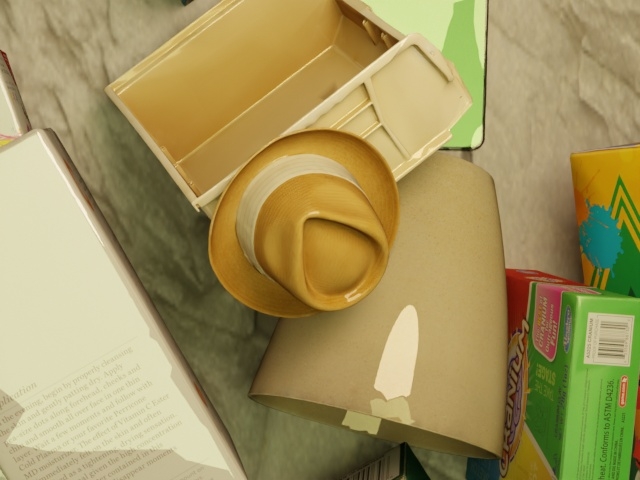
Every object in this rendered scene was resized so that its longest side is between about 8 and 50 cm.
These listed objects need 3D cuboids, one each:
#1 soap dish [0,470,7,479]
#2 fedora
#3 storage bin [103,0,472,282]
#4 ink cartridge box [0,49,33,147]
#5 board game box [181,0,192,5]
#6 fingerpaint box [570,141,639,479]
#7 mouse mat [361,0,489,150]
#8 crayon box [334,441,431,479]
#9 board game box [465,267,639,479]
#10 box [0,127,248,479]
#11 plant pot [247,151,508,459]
[{"bbox_3d":[-0.292,0.181,1.241,0.290,0.118,0.229,-30,96,-4],"label":"soap dish"},{"bbox_3d":[0.000,0.000,1.053,0.194,0.079,0.194,-14,124,-22],"label":"fedora"},{"bbox_3d":[-0.033,-0.132,1.174,0.260,0.262,0.123,-38,128,-4],"label":"storage bin"},{"bbox_3d":[-0.347,-0.088,1.214,0.127,0.128,0.176,-19,96,-6],"label":"ink cartridge box"},{"bbox_3d":[-0.153,-0.290,1.215,0.026,0.154,0.103,-37,97,-4],"label":"board game box"},{"bbox_3d":[0.495,0.061,1.249,0.444,0.163,0.371,-8,94,-26],"label":"fingerpaint box"},{"bbox_3d":[0.106,-0.193,1.328,0.152,0.007,0.190,1,94,-7],"label":"mouse mat"},{"bbox_3d":[0.014,0.434,1.262,0.363,0.106,0.313,-31,98,11],"label":"crayon box"},{"bbox_3d":[0.220,0.158,1.205,0.064,0.316,0.242,5,92,-7],"label":"board game box"},{"bbox_3d":[-0.223,0.091,1.073,0.168,0.215,0.345,-29,98,-6],"label":"box"},{"bbox_3d":[0.085,0.055,1.236,0.256,0.256,0.274,16,78,-8],"label":"plant pot"}]
